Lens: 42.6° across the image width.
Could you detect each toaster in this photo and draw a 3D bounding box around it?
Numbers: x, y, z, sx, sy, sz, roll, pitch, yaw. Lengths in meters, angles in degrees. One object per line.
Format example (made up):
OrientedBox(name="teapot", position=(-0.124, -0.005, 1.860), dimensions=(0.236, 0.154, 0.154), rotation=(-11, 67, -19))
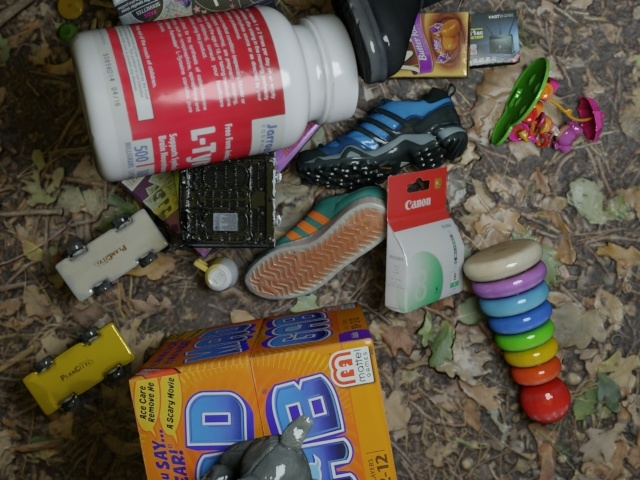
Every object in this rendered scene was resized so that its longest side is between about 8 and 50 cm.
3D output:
OrientedBox(name="toaster", position=(-0.159, -0.069, 1.395), dimensions=(0.186, 0.110, 0.168), rotation=(0, 93, -1))

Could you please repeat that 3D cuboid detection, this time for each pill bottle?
OrientedBox(name="pill bottle", position=(-0.161, -0.237, 1.275), dimensions=(0.408, 0.229, 0.229), rotation=(-13, 94, -15))

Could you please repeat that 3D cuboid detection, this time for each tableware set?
OrientedBox(name="tableware set", position=(-0.412, -0.423, 1.457), dimensions=(0.104, 0.024, 0.154), rotation=(10, 95, 2))

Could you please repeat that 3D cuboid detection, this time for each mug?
OrientedBox(name="mug", position=(-0.188, 0.064, 1.472), dimensions=(0.078, 0.064, 0.062), rotation=(-1, 95, 0))

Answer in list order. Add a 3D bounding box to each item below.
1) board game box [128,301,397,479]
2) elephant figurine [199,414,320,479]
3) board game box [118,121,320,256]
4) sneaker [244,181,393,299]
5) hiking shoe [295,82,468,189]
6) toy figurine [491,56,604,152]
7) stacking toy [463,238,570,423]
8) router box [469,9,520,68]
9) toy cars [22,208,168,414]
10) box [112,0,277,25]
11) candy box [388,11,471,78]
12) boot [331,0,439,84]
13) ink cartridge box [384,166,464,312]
OrientedBox(name="board game box", position=(-0.071, 0.326, 1.345), dimensions=(0.356, 0.356, 0.356), rotation=(-10, 94, 0))
OrientedBox(name="elephant figurine", position=(-0.045, 0.386, 1.112), dimensions=(0.239, 0.186, 0.169), rotation=(52, 49, -14))
OrientedBox(name="board game box", position=(-0.169, -0.166, 1.465), dimensions=(0.208, 0.056, 0.347), rotation=(42, 93, 1))
OrientedBox(name="sneaker", position=(0.000, 0.000, 1.458), dimensions=(0.302, 0.121, 0.108), rotation=(-30, 114, 20))
OrientedBox(name="hiking shoe", position=(0.102, -0.178, 1.452), dimensions=(0.304, 0.113, 0.132), rotation=(-12, 66, 5))
OrientedBox(name="toy figurine", position=(0.413, -0.209, 1.442), dimensions=(0.159, 0.130, 0.173), rotation=(24, 116, -11))
OrientedBox(name="stacking toy", position=(0.369, 0.170, 1.456), dimensions=(0.141, 0.141, 0.330), rotation=(-20, 99, 1))
OrientedBox(name="router box", position=(0.289, -0.354, 1.456), dimensions=(0.122, 0.038, 0.092), rotation=(-6, 93, 0))
OrientedBox(name="toy cars", position=(-0.397, 0.123, 1.469), dimensions=(0.176, 0.087, 0.393), rotation=(16, 91, -7))
OrientedBox(name="box", position=(-0.210, -0.407, 1.387), dimensions=(0.247, 0.163, 0.142), rotation=(-24, 92, 2))
OrientedBox(name="candy box", position=(0.165, -0.336, 1.429), dimensions=(0.187, 0.053, 0.109), rotation=(2, 95, 16))
OrientedBox(name="boot", position=(0.247, -0.422, 1.312), dimensions=(0.445, 0.367, 0.146), rotation=(-13, 134, 0))
OrientedBox(name="ink cartridge box", position=(0.183, -0.005, 1.404), dimensions=(0.056, 0.181, 0.224), rotation=(14, 108, 39))
